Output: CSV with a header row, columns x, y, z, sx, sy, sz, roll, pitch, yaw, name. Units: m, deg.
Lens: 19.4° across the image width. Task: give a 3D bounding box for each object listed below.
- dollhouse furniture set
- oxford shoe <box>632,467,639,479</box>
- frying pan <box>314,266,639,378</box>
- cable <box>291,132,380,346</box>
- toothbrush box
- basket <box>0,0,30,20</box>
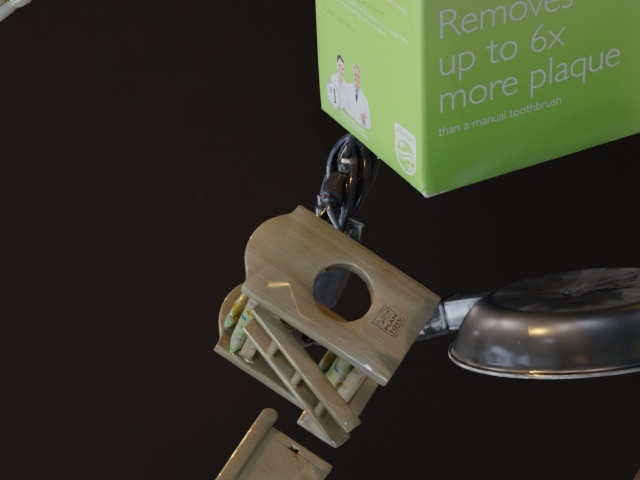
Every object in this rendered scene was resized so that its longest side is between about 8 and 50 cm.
x,y,z,sx,sy,sz,roll,pitch,yaw,name
-0.036,0.094,1.035,0.161,0.101,0.182,-55,-3,-24,dollhouse furniture set
0.210,0.230,1.216,0.227,0.083,0.096,-64,2,6,oxford shoe
0.151,0.051,1.365,0.197,0.053,0.326,-14,13,-31,frying pan
0.000,0.000,1.390,0.047,0.184,0.150,16,46,-3,cable
0.109,-0.191,0.946,0.206,0.283,0.122,-17,33,-22,toothbrush box
-0.146,-0.166,0.780,0.113,0.103,0.167,-37,28,-9,basket
